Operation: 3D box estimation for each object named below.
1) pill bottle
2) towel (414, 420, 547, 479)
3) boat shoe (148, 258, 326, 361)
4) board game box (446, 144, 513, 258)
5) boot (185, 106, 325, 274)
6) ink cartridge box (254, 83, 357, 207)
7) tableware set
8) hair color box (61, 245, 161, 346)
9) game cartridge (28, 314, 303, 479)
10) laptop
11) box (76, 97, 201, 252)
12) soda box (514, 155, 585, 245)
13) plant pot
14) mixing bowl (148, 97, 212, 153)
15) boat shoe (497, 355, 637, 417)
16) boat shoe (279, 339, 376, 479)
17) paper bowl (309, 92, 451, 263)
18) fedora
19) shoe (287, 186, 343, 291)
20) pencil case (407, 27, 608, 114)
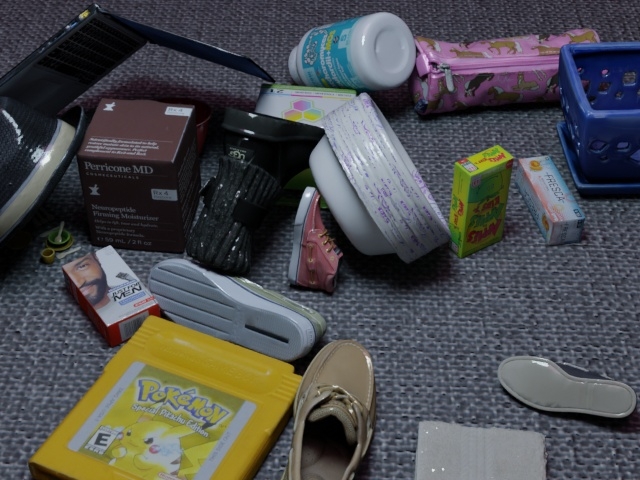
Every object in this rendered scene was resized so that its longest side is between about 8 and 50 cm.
[{"bbox_3d":[0.051,-0.356,2.194,0.146,0.146,0.264,-35,20,-33],"label":"pill bottle"},{"bbox_3d":[0.216,0.363,1.506,0.187,0.049,0.282,6,41,4],"label":"towel"},{"bbox_3d":[-0.133,0.110,1.768,0.302,0.109,0.094,24,17,22],"label":"boat shoe"},{"bbox_3d":[0.267,-0.064,1.886,0.092,0.181,0.043,-24,47,-24],"label":"board game box"},{"bbox_3d":[-0.106,-0.081,1.880,0.131,0.260,0.348,16,7,20],"label":"boot"},{"bbox_3d":[-0.035,-0.176,2.077,0.189,0.097,0.255,4,41,4],"label":"ink cartridge box"},{"bbox_3d":[-0.494,-0.011,1.943,0.104,0.024,0.154,-27,49,-27],"label":"tableware set"},{"bbox_3d":[-0.338,0.087,1.810,0.093,0.053,0.167,-26,46,-25],"label":"hair color box"},{"bbox_3d":[-0.210,0.261,1.616,0.285,0.052,0.323,17,45,18],"label":"game cartridge"},{"bbox_3d":[-0.330,-0.272,2.016,0.408,0.382,0.236,-37,89,5],"label":"laptop"},{"bbox_3d":[-0.305,-0.111,1.923,0.169,0.203,0.167,5,42,6],"label":"box"},{"bbox_3d":[0.405,-0.073,1.991,0.063,0.058,0.183,-7,43,-9],"label":"soda box"},{"bbox_3d":[0.553,-0.212,2.034,0.236,0.212,0.236,-2,42,-2],"label":"plant pot"},{"bbox_3d":[-0.287,-0.187,2.074,0.182,0.098,0.181,-2,28,1],"label":"mixing bowl"},{"bbox_3d":[0.368,0.221,1.674,0.206,0.075,0.065,12,0,20],"label":"boat shoe"},{"bbox_3d":[0.022,0.259,1.555,0.122,0.110,0.341,19,45,-4],"label":"boat shoe"},{"bbox_3d":[0.086,-0.090,1.855,0.148,0.284,0.284,-29,43,8],"label":"paper bowl"},{"bbox_3d":[-0.538,-0.123,1.846,0.152,0.334,0.334,37,34,-26],"label":"fedora"},{"bbox_3d":[0.000,0.000,1.822,0.081,0.178,0.063,14,28,10],"label":"shoe"},{"bbox_3d":[0.367,-0.335,2.214,0.386,0.160,0.167,-4,42,-6],"label":"pencil case"}]
